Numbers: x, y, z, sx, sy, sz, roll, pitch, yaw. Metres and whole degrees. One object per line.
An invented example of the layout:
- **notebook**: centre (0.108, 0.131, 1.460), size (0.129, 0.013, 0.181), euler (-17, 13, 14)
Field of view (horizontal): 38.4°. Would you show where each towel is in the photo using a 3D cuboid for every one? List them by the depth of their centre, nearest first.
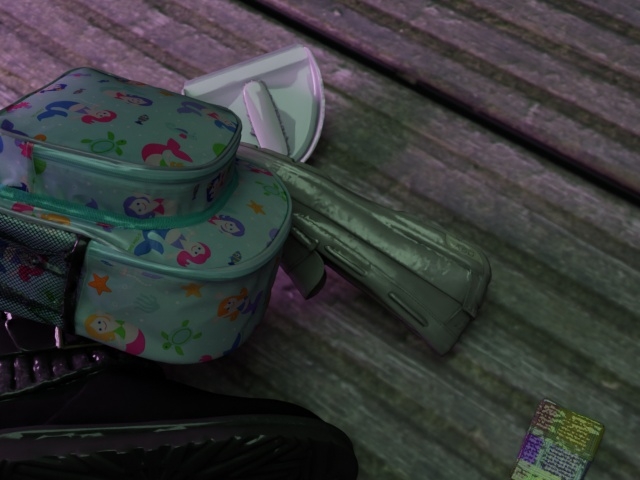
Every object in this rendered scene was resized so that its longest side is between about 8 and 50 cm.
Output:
- **towel**: centre (0.207, 0.183, 0.803), size (0.060, 0.009, 0.083), euler (23, 68, 18)

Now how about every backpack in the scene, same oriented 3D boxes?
- **backpack**: centre (-0.150, -0.020, 0.748), size (0.253, 0.191, 0.225), euler (23, 28, 3)

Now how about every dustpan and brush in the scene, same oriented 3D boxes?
- **dustpan and brush**: centre (-0.046, -0.093, 0.954), size (0.147, 0.060, 0.211), euler (-20, 89, -4)

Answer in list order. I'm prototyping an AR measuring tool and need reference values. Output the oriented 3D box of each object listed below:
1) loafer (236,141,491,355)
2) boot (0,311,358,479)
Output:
- **loafer**: centre (0.000, 0.000, 0.860), size (0.319, 0.112, 0.111), euler (25, 84, 12)
- **boot**: centre (-0.152, 0.122, 0.819), size (0.348, 0.131, 0.260), euler (6, 35, -15)
